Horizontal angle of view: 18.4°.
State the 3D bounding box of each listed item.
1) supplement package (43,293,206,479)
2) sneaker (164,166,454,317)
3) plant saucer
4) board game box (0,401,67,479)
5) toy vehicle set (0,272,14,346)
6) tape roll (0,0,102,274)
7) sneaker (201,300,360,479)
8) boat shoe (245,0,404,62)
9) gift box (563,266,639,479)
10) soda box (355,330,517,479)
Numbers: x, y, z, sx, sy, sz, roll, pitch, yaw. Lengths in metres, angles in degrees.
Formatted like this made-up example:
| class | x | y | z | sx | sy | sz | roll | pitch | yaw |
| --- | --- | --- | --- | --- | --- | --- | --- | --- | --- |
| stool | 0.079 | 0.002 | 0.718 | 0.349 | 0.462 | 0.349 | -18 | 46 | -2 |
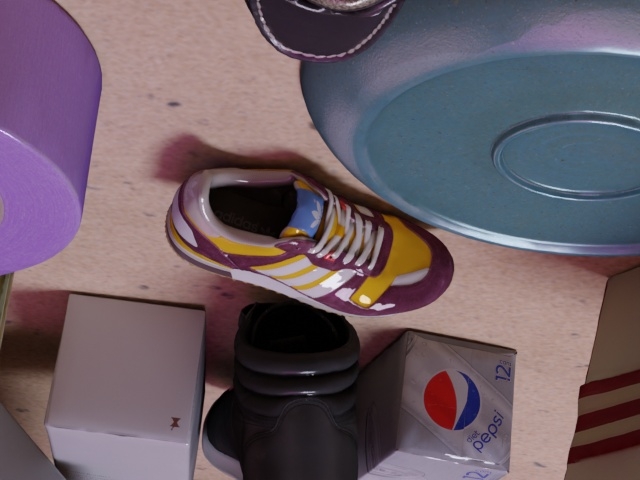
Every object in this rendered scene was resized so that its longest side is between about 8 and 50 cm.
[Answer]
| class | x | y | z | sx | sy | sz | roll | pitch | yaw |
| --- | --- | --- | --- | --- | --- | --- | --- | --- | --- |
| supplement package | -0.142 | 0.124 | 1.479 | 0.105 | 0.105 | 0.179 | 8 | 157 | -1 |
| sneaker | 0.000 | 0.000 | 1.204 | 0.185 | 0.070 | 0.084 | 10 | 162 | -13 |
| plant saucer | 0.145 | -0.059 | 1.070 | 0.317 | 0.044 | 0.317 | 4 | 157 | 2 |
| board game box | -0.270 | 0.213 | 1.582 | 0.224 | 0.097 | 0.303 | 48 | 161 | 15 |
| toy vehicle set | -0.231 | 0.103 | 1.249 | 0.035 | 0.267 | 0.166 | 9 | 157 | -5 |
| tape roll | -0.261 | -0.069 | 1.082 | 0.274 | 0.090 | 0.275 | 6 | 156 | 2 |
| sneaker | -0.025 | 0.107 | 1.435 | 0.104 | 0.147 | 0.296 | 1 | -171 | -10 |
| boat shoe | 0.007 | -0.141 | 0.845 | 0.102 | 0.092 | 0.285 | 9 | 157 | -7 |
| gift box | 0.331 | 0.128 | 1.206 | 0.276 | 0.255 | 0.258 | 22 | 155 | -23 |
| soda box | 0.056 | 0.164 | 1.538 | 0.091 | 0.098 | 0.286 | 12 | 157 | -14 |
